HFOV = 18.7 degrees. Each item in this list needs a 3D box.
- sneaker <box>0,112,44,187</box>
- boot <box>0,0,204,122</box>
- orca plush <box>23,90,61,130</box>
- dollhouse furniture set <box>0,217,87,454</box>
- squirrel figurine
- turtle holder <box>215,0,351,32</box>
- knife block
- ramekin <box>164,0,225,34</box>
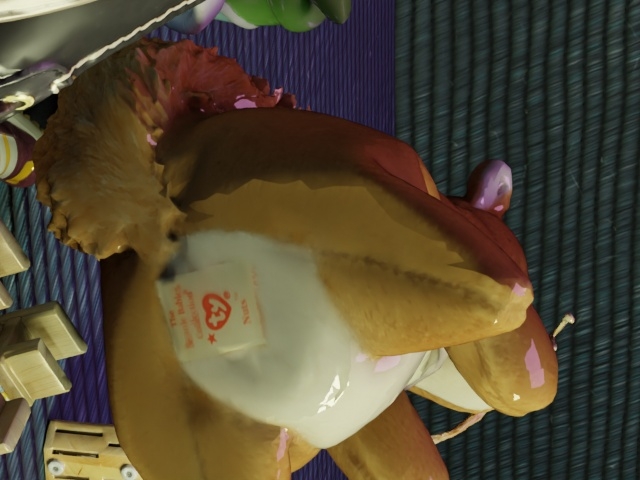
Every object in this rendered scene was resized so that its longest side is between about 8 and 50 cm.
[{"bbox_3d":[-0.238,-0.063,1.296,0.185,0.070,0.084,66,46,-66],"label":"sneaker"},{"bbox_3d":[-0.193,-0.032,0.926,0.377,0.138,0.284,-27,142,-23],"label":"boot"},{"bbox_3d":[-0.178,-0.099,1.461,0.287,0.102,0.151,76,21,-58],"label":"orca plush"},{"bbox_3d":[-0.247,0.147,1.231,0.242,0.161,0.212,61,28,-30],"label":"dollhouse furniture set"},{"bbox_3d":[0.000,0.000,1.354,0.281,0.397,0.370,-55,161,22],"label":"squirrel figurine"},{"bbox_3d":[-0.078,-0.280,1.587,0.320,0.227,0.243,-67,159,-57],"label":"turtle holder"},{"bbox_3d":[-0.160,0.238,1.726,0.242,0.088,0.275,-64,156,-64],"label":"knife block"},{"bbox_3d":[-0.111,-0.282,1.247,0.135,0.277,0.277,-38,153,-12],"label":"ramekin"}]
